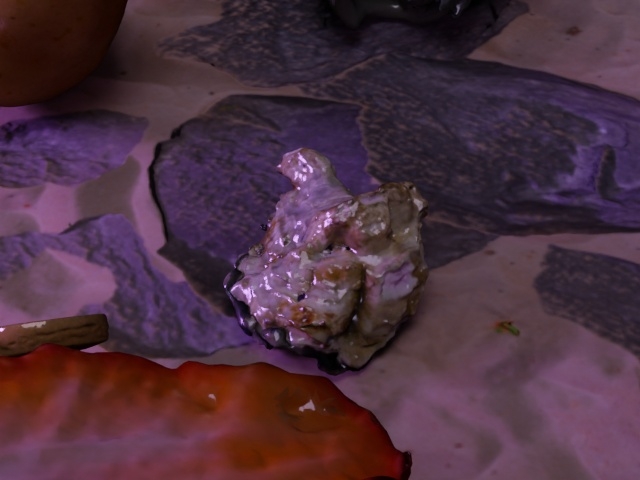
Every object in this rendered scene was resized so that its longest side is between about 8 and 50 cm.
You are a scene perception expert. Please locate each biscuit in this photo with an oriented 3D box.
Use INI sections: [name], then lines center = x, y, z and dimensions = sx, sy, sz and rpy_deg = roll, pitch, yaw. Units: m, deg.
[biscuit]
center = -0.258, 0.078, 0.888
dimensions = 0.240, 0.158, 0.035
rpy_deg = -7, 88, -1

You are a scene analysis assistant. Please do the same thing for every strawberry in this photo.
[strawberry]
center = -0.112, 0.183, 0.777
dimensions = 0.336, 0.149, 0.265
rpy_deg = -9, 31, -21

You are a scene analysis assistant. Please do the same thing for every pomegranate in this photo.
[pomegranate]
center = -0.251, -0.217, 1.119
dimensions = 0.209, 0.209, 0.209
rpy_deg = -1, 46, 1

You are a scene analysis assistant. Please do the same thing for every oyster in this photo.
[oyster]
center = 0.000, 0.000, 0.986
dimensions = 0.163, 0.081, 0.191
rpy_deg = -24, 46, -14

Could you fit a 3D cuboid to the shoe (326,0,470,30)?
[shoe]
center = 0.130, -0.250, 1.207
dimensions = 0.293, 0.109, 0.149
rpy_deg = -9, 50, -3
